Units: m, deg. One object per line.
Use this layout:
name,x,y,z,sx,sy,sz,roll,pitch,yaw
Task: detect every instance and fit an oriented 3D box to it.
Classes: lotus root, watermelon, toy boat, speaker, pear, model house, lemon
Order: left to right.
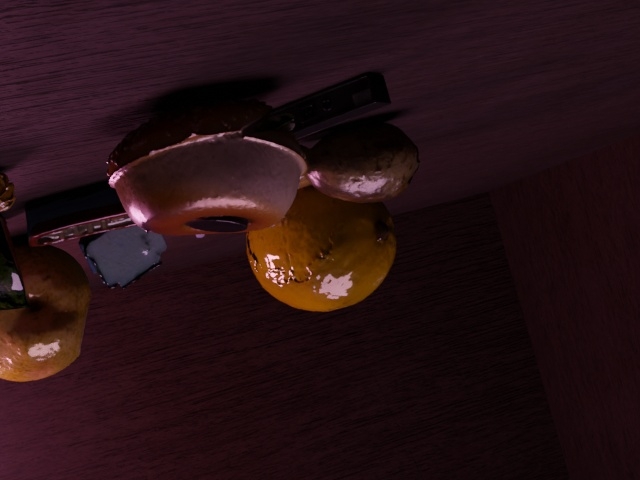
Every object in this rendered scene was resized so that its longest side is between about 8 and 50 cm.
watermelon,-0.529,0.030,1.657,0.145,0.193,0.137,-13,-139,-11
pear,-0.535,0.128,2.015,0.271,0.271,0.271,-15,177,-1
model house,-0.387,0.004,2.070,0.148,0.119,0.148,-38,-149,-21
toy boat,-0.249,-0.059,1.672,0.392,0.080,0.136,-14,174,-15
speaker,-0.006,-0.161,1.396,0.191,0.040,0.046,-17,176,31
lemon,-0.001,0.000,2.168,0.297,0.297,0.297,-15,177,-1
lotus root,0.052,-0.121,1.734,0.213,0.139,0.138,-4,175,-11

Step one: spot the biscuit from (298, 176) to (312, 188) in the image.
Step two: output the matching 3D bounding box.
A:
biscuit,0.005,-0.131,1.984,0.260,0.041,0.203,-19,176,23

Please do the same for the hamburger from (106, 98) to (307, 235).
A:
hamburger,-0.130,-0.083,1.258,0.236,0.148,0.237,-5,170,-1

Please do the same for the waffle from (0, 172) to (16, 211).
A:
waffle,-0.444,-0.042,1.281,0.148,0.051,0.194,-18,176,21

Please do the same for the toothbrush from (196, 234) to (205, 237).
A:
toothbrush,-0.229,-0.048,2.152,0.042,0.035,0.413,1,170,-8
